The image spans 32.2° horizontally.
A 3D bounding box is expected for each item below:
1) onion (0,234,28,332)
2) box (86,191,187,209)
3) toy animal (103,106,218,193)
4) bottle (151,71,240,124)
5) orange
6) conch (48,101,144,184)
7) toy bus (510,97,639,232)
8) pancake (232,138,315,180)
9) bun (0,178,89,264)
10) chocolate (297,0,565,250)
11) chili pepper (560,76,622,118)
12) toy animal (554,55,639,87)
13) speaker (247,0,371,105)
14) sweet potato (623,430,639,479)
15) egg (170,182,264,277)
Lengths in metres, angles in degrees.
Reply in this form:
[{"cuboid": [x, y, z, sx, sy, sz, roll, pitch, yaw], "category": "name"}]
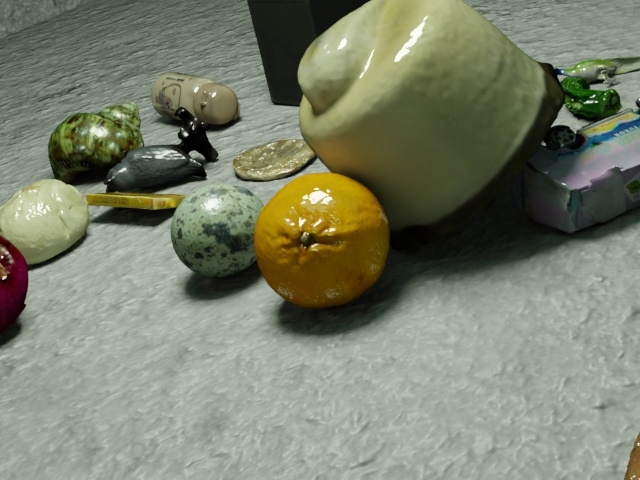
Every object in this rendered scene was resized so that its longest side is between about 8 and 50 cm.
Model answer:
[{"cuboid": [-0.493, 0.084, 1.577, 0.173, 0.135, 0.198, -57, 6, -33], "category": "onion"}, {"cuboid": [-0.308, -0.068, 1.858, 0.156, 0.022, 0.089, 4, 8, 36], "category": "box"}, {"cuboid": [-0.277, -0.123, 1.958, 0.210, 0.121, 0.117, -38, 75, -11], "category": "toy animal"}, {"cuboid": [-0.243, -0.280, 2.231, 0.110, 0.097, 0.209, 16, 2, -42], "category": "bottle"}, {"cuboid": [0.001, -0.001, 1.413, 0.177, 0.155, 0.177, -4, 62, 8], "category": "orange"}, {"cuboid": [-0.422, -0.187, 2.090, 0.181, 0.124, 0.187, -22, 18, -23], "category": "conch"}, {"cuboid": [0.419, -0.110, 1.509, 0.317, 0.112, 0.138, -23, 36, -17], "category": "toy bus"}, {"cuboid": [-0.079, -0.141, 1.926, 0.151, 0.025, 0.151, -11, 24, 5], "category": "pancake"}, {"cuboid": [-0.465, -0.040, 1.814, 0.164, 0.111, 0.188, -2, 30, 29], "category": "bun"}, {"cuboid": [0.126, -0.199, 1.504, 0.314, 0.297, 0.326, -39, 15, 22], "category": "chocolate"}, {"cuboid": [0.435, -0.237, 1.829, 0.073, 0.050, 0.182, -21, 22, 1], "category": "chili pepper"}, {"cuboid": [0.513, -0.298, 1.930, 0.217, 0.041, 0.075, -8, 24, 3], "category": "toy animal"}, {"cuboid": [0.015, -0.420, 2.219, 0.184, 0.232, 0.254, 12, 36, 41], "category": "speaker"}, {"cuboid": [0.301, 0.196, 0.968, 0.072, 0.066, 0.314, -1, 29, 40], "category": "sweet potato"}, {"cuboid": [-0.137, -0.017, 1.568, 0.132, 0.132, 0.172, -1, 15, 25], "category": "egg"}]
